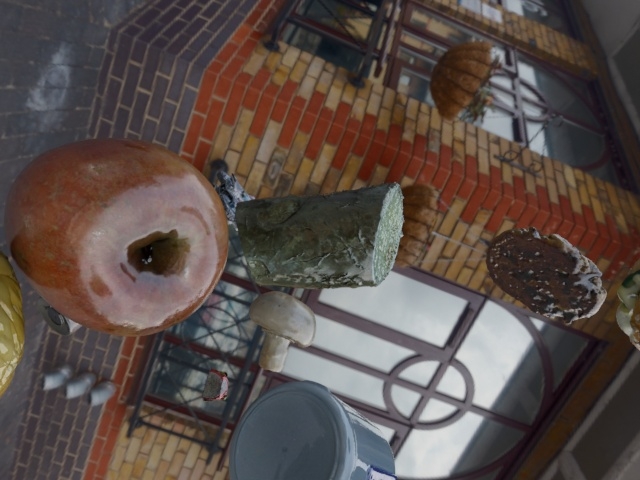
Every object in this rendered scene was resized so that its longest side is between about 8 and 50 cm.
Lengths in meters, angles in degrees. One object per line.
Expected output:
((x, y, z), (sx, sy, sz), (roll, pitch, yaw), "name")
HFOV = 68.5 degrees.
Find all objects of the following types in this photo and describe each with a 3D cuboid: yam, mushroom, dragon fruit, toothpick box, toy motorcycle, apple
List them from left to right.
((-0.244, -0.009, 0.576), (0.253, 0.254, 0.253), (-159, -90, -84), "apple")
((-0.266, 0.380, 1.224), (0.060, 0.056, 0.083), (51, 47, -68), "dragon fruit")
((-0.218, -0.083, 1.314), (0.108, 0.204, 0.239), (-23, -147, 20), "toy motorcycle")
((-0.114, 0.241, 1.313), (0.209, 0.206, 0.206), (-53, -170, 16), "mushroom")
((0.000, 0.000, 0.705), (0.154, 0.254, 0.154), (-4, 90, -80), "yam")
((0.021, 0.438, 0.909), (0.354, 0.263, 0.263), (51, 51, -51), "toothpick box")

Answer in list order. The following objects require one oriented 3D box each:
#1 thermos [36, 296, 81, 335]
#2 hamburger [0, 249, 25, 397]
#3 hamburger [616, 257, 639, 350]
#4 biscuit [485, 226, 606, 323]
((-0.542, 0.109, 1.090), (0.193, 0.105, 0.137), (-44, 123, -47), "thermos")
((-0.396, 0.123, 0.387), (0.319, 0.158, 0.318), (-21, -136, 22), "hamburger")
((0.478, 0.092, 0.544), (0.147, 0.237, 0.237), (-42, 177, -18), "hamburger")
((0.646, 0.092, 1.357), (0.081, 0.334, 0.289), (-41, 164, -33), "biscuit")
